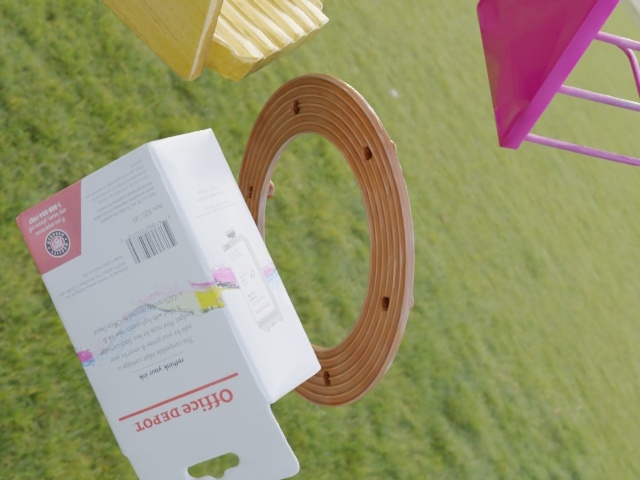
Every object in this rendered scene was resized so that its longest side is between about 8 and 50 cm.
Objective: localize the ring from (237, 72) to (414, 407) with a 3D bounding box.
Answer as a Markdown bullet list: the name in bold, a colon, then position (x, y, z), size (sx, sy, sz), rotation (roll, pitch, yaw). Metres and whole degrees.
- **ring**: position (0.000, 0.000, 1.039), size (0.032, 0.336, 0.337), rotation (-5, 62, -30)

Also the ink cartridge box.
- **ink cartridge box**: position (-0.081, 0.049, 0.600), size (0.067, 0.115, 0.198), rotation (-26, 92, -60)

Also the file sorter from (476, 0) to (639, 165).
- **file sorter**: position (0.294, -0.237, 0.937), size (0.182, 0.291, 0.202), rotation (10, 52, -14)

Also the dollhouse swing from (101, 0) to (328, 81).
- **dollhouse swing**: position (-0.054, -0.366, 0.838), size (0.315, 0.305, 0.347), rotation (44, 26, -2)
